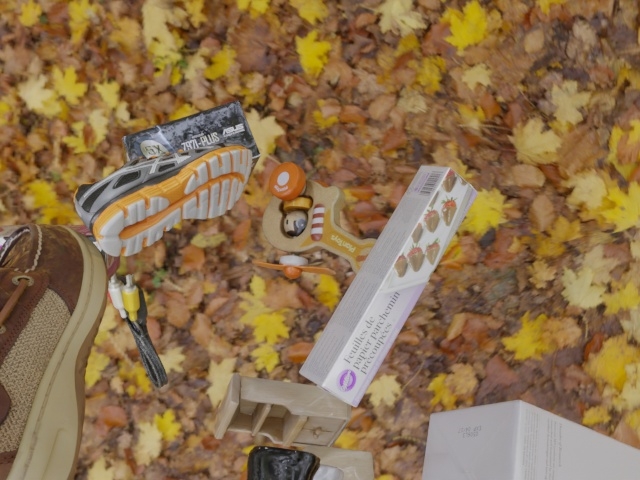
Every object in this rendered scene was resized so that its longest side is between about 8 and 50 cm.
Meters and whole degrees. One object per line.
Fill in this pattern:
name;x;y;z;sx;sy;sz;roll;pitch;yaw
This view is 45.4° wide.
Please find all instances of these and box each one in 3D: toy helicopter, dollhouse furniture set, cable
toy helicopter;0.000;0.000;1.624;0.355;0.140;0.235;30;90;39
dollhouse furniture set;-0.076;0.489;1.509;0.256;0.394;0.362;10;139;-13
cable;-0.410;0.188;1.649;0.139;0.072;0.287;10;115;45

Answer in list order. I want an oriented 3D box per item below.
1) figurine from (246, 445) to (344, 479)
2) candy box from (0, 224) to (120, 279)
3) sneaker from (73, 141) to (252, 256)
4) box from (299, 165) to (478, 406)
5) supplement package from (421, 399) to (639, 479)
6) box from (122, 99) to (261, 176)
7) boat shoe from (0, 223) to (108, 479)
figurine;-0.043;0.394;1.007;0.092;0.215;0.209;3;68;18
candy box;-0.409;0.018;1.074;0.233;0.159;0.071;-1;97;-8
sneaker;-0.160;-0.062;0.809;0.083;0.215;0.084;34;132;29
box;0.090;0.052;0.983;0.324;0.063;0.067;-59;28;-11
supplement package;0.301;0.346;1.020;0.177;0.293;0.175;-29;43;53
box;-0.168;-0.093;0.973;0.147;0.180;0.077;-21;85;-16
boat shoe;-0.226;0.066;0.499;0.123;0.342;0.123;36;107;-27
